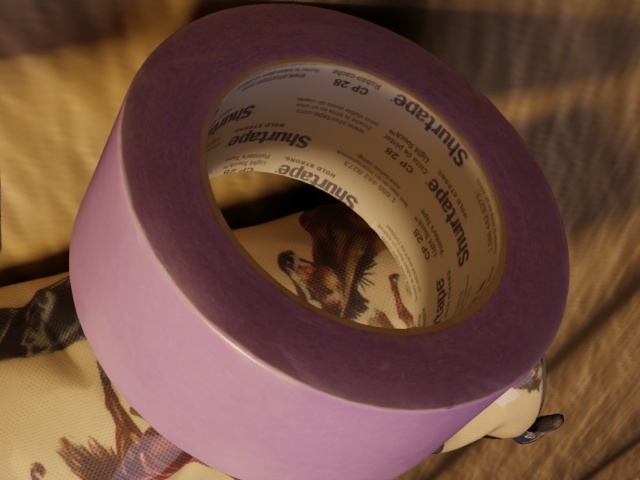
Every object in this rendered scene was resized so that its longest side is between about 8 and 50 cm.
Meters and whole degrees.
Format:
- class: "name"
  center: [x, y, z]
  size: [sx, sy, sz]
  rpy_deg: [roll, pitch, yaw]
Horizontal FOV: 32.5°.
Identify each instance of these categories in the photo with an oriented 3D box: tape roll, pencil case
- class: "tape roll"
  center: [0.000, 0.000, 0.447]
  size: [0.189, 0.189, 0.080]
  rpy_deg: [-5, 149, -30]
- class: "pencil case"
  center: [-0.078, 0.090, 0.599]
  size: [0.410, 0.160, 0.183]
  rpy_deg: [-16, 139, -11]

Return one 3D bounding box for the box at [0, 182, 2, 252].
- class: "box"
  center: [-0.240, -0.031, 0.318]
  size: [0.275, 0.094, 0.113]
  rpy_deg: [-10, 153, -22]
